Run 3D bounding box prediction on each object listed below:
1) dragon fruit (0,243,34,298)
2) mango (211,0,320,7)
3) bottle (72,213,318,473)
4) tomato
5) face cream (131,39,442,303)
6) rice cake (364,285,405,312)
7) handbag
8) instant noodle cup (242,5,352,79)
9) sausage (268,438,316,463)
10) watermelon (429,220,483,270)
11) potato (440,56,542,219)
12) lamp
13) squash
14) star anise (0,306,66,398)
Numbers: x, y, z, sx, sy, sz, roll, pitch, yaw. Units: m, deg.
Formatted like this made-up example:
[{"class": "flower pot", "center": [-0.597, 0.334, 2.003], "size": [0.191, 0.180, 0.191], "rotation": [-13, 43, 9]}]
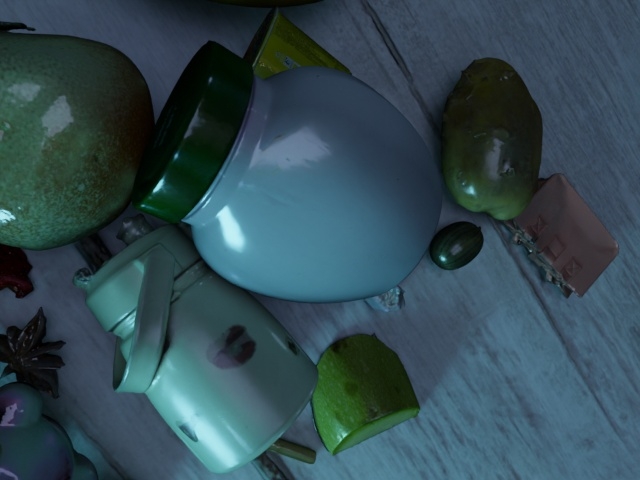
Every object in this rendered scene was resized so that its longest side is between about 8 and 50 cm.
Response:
[{"class": "dragon fruit", "center": [-0.475, 0.037, 0.681], "size": [0.097, 0.063, 0.131], "rotation": [-38, 97, -14]}, {"class": "mango", "center": [-0.137, -0.484, 0.718], "size": [0.444, 0.221, 0.302], "rotation": [12, 55, -20]}, {"class": "bottle", "center": [-0.189, 0.130, 0.680], "size": [0.229, 0.229, 0.352], "rotation": [-41, 97, -14]}, {"class": "tomato", "center": [-0.375, -0.144, 0.628], "size": [0.303, 0.239, 0.304], "rotation": [0, 89, -12]}, {"class": "face cream", "center": [-0.031, -0.067, 0.631], "size": [0.356, 0.220, 0.313], "rotation": [25, 114, -30]}, {"class": "rice cake", "center": [0.000, 0.000, 0.813], "size": [0.365, 0.072, 0.056], "rotation": [41, 81, -10]}, {"class": "handbag", "center": [0.468, -0.009, 0.954], "size": [0.157, 0.059, 0.212], "rotation": [-44, 97, -15]}, {"class": "instant noodle cup", "center": [-0.053, -0.232, 0.753], "size": [0.152, 0.205, 0.205], "rotation": [23, 81, -20]}, {"class": "sausage", "center": [-0.067, 0.338, 0.801], "size": [0.132, 0.024, 0.024], "rotation": [25, 81, -14]}, {"class": "watermelon", "center": [0.248, 0.008, 0.882], "size": [0.110, 0.078, 0.078], "rotation": [-31, 96, -16]}, {"class": "potato", "center": [0.309, -0.185, 0.878], "size": [0.191, 0.141, 0.297], "rotation": [-2, 85, -17]}, {"class": "lamp", "center": [-0.375, 0.358, 0.606], "size": [0.247, 0.247, 0.301], "rotation": [-44, 106, -11]}, {"class": "squash", "center": [0.077, 0.256, 0.816], "size": [0.191, 0.085, 0.184], "rotation": [-20, 93, -17]}, {"class": "star anise", "center": [-0.412, 0.174, 0.699], "size": [0.124, 0.056, 0.129], "rotation": [-26, 99, 10]}]
